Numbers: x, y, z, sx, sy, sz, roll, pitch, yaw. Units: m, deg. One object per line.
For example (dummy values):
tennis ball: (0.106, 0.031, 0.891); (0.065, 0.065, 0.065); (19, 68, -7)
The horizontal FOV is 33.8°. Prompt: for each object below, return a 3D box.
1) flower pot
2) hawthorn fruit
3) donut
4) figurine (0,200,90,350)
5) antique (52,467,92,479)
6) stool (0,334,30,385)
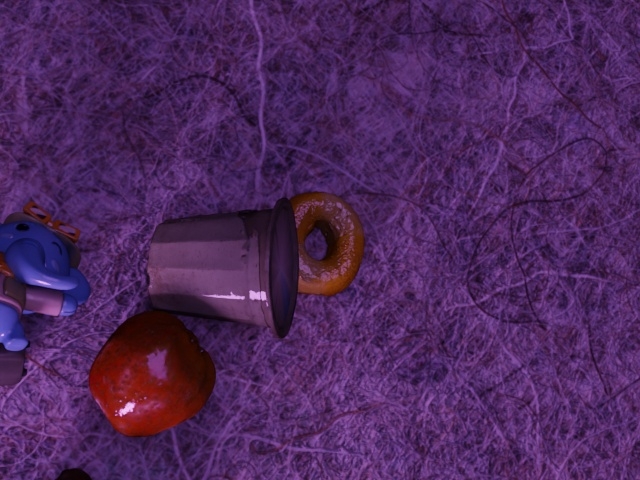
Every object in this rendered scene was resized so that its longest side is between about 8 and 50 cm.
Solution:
flower pot: (-0.145, 0.034, 1.591); (0.203, 0.212, 0.212); (5, 75, 11)
hawthorn fruit: (-0.249, 0.200, 1.550); (0.189, 0.189, 0.189); (4, 77, -17)
donut: (0.000, 0.000, 1.727); (0.162, 0.065, 0.178); (0, 79, -17)
figurine: (-0.427, 0.061, 1.500); (0.180, 0.154, 0.262); (0, 41, -4)
antique: (-0.356, 0.453, 1.486); (0.143, 0.121, 0.256); (-3, 80, 9)
stool: (-0.480, 0.166, 1.521); (0.110, 0.096, 0.096); (3, 77, -21)
